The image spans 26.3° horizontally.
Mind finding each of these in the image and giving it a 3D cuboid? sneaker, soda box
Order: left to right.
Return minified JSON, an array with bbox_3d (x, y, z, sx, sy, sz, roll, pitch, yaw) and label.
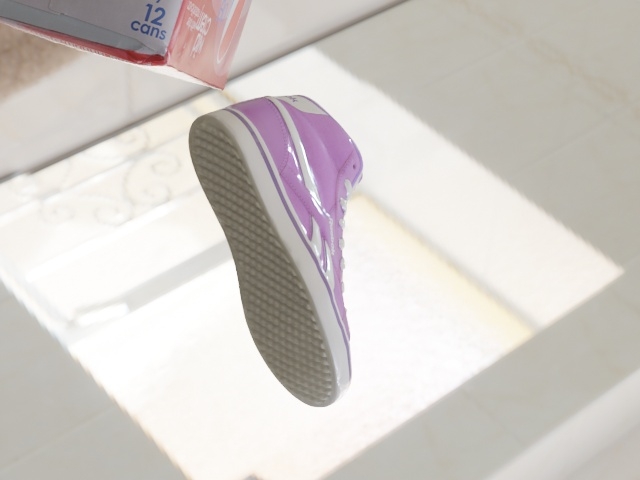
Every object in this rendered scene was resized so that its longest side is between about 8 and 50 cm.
[{"bbox_3d":[-0.079,-0.125,0.614,0.263,0.083,0.092,-87,-165,-85],"label":"soda box"},{"bbox_3d":[0.001,0.000,1.244,0.102,0.161,0.282,-14,-85,46],"label":"sneaker"}]
